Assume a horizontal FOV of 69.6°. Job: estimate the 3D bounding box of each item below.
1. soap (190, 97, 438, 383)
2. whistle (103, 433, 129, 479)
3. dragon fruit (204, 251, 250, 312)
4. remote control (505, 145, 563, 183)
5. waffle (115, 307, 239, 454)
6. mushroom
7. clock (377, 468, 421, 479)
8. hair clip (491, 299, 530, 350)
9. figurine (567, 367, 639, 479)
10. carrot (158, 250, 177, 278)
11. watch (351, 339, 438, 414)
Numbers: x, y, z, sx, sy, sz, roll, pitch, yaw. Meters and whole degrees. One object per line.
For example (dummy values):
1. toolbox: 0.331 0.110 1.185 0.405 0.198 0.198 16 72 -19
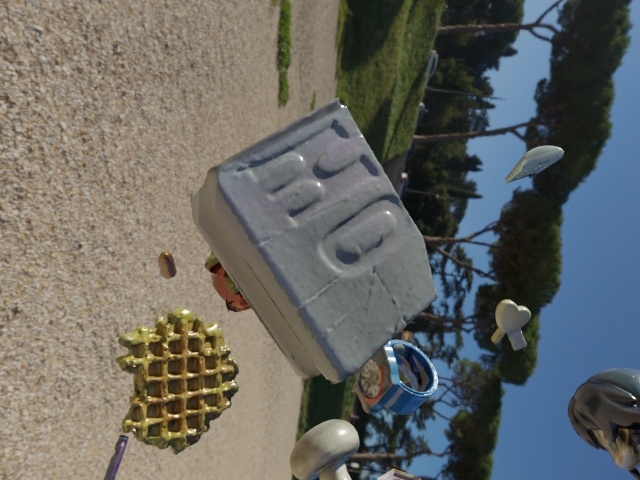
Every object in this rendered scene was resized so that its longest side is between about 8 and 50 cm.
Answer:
1. soap: 0.000 0.000 0.895 0.435 0.350 0.213 59 -27 -1
2. whistle: -0.632 0.687 1.413 0.033 0.033 0.177 81 24 -76
3. dragon fruit: -0.189 0.072 1.253 0.227 0.224 0.224 -51 179 7
4. remote control: 0.586 -0.210 1.287 0.293 0.103 0.051 14 59 -76
5. waffle: -0.318 0.310 1.022 0.281 0.058 0.301 -28 103 -37
6. mushroom: 0.033 0.698 1.450 0.243 0.243 0.244 8 90 -86
7. clock: 0.266 0.899 1.553 0.309 0.235 0.166 120 -28 -83
8. hair clip: 0.677 0.306 1.652 0.219 0.159 0.071 62 -1 -27
9. figurine: 0.546 0.332 0.749 0.265 0.197 0.175 43 -32 38
10. carrot: -0.419 0.060 1.257 0.139 0.048 0.048 117 -15 -61
11. watch: 0.268 0.475 1.704 0.241 0.274 0.305 -58 -148 35
